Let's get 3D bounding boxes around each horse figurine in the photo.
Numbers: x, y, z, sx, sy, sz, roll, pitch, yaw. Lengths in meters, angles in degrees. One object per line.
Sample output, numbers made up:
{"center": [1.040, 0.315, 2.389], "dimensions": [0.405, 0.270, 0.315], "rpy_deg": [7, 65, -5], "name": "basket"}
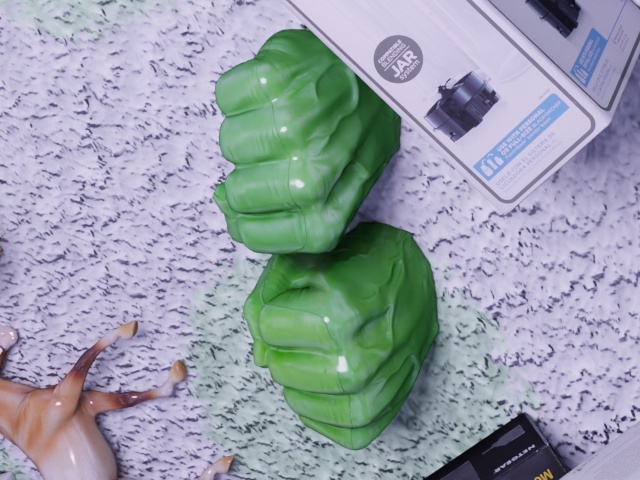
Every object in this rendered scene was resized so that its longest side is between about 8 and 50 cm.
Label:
{"center": [-0.157, 0.168, 1.379], "dimensions": [0.174, 0.066, 0.263], "rpy_deg": [-23, 105, 23], "name": "horse figurine"}

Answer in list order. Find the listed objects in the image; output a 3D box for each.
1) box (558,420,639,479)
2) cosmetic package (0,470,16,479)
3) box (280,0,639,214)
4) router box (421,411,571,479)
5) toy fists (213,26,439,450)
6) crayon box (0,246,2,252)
{"center": [0.230, 0.175, 1.187], "dimensions": [0.102, 0.087, 0.101], "rpy_deg": [-36, 102, -7], "name": "box"}
{"center": [-0.283, 0.284, 1.383], "dimensions": [0.060, 0.239, 0.099], "rpy_deg": [-18, 109, 26], "name": "cosmetic package"}
{"center": [0.050, -0.171, 1.063], "dimensions": [0.290, 0.169, 0.087], "rpy_deg": [43, 122, -5], "name": "box"}
{"center": [0.087, 0.307, 1.277], "dimensions": [0.308, 0.081, 0.243], "rpy_deg": [-35, 103, 2], "name": "router box"}
{"center": [0.000, 0.000, 1.186], "dimensions": [0.096, 0.142, 0.279], "rpy_deg": [-2, 116, 21], "name": "toy fists"}
{"center": [-0.382, 0.023, 1.373], "dimensions": [0.203, 0.083, 0.323], "rpy_deg": [42, 123, -5], "name": "crayon box"}
